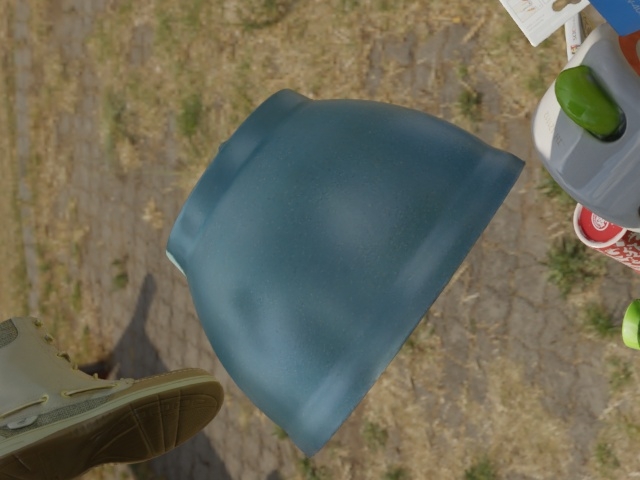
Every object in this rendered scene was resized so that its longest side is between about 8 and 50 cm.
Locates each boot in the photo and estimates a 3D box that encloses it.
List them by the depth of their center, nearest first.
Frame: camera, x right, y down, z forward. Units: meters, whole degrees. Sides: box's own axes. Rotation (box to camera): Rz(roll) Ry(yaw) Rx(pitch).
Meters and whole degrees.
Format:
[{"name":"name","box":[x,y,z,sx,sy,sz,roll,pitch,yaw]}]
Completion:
[{"name":"boot","box":[-0.256,0.154,1.022,0.203,0.262,0.095,48,148,45]}]

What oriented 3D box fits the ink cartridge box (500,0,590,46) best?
[{"name":"ink cartridge box","box":[0.263,-0.339,1.121,0.145,0.045,0.179,-38,77,22]}]

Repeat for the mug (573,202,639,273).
[{"name":"mug","box":[0.438,-0.024,1.386,0.150,0.169,0.113,40,108,44]}]

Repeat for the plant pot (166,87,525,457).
[{"name":"plant pot","box":[0.000,0.000,0.781,0.196,0.293,0.293,35,129,5]}]

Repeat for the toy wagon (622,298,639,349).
[{"name":"toy wagon","box":[0.498,0.041,1.016,0.267,0.068,0.344,14,61,41]}]

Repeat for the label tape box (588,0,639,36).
[{"name":"label tape box","box":[0.201,-0.293,0.733,0.240,0.334,0.106,41,134,-16]}]

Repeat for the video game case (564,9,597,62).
[{"name":"video game case","box":[0.391,-0.188,1.318,0.026,0.227,0.206,-10,76,32]}]

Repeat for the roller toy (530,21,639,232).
[{"name":"roller toy","box":[0.316,-0.107,0.944,0.209,0.191,0.146,33,131,1]}]
